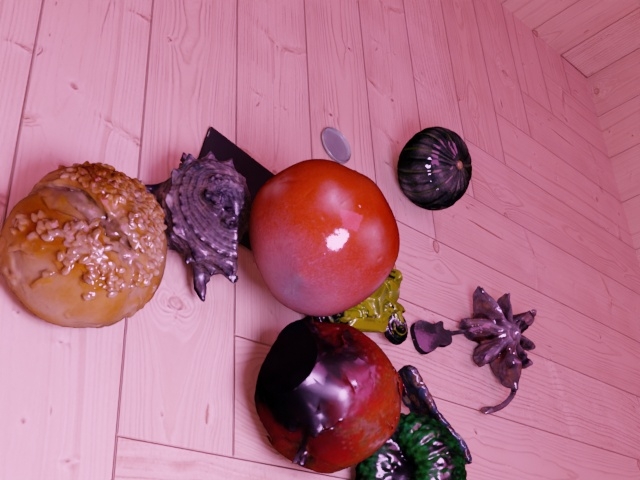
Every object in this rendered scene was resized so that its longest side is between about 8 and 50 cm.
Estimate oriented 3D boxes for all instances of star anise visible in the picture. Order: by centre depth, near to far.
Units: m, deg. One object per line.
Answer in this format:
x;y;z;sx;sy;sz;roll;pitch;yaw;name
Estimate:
0.491;0.288;2.223;0.359;0.139;0.316;-24;78;-37;star anise

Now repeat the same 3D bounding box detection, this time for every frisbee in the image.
0.042;-0.258;2.134;0.110;0.014;0.110;28;47;-35;frisbee

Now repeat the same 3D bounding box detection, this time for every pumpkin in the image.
0.317;-0.208;2.268;0.250;0.216;0.250;-26;121;-55;pumpkin

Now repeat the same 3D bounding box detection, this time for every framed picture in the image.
-0.157;-0.086;1.801;0.324;0.013;0.244;37;43;-27;framed picture

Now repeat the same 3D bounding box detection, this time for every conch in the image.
-0.224;-0.037;1.585;0.240;0.186;0.313;38;29;-51;conch

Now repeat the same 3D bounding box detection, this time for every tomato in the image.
0.000;0.000;1.577;0.321;0.321;0.321;27;49;-36;tomato

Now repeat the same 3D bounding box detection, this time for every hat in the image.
0.213;0.528;1.700;0.332;0.242;0.274;44;59;-56;hat

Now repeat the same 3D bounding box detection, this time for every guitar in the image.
0.340;0.246;2.085;0.233;0.025;0.088;-4;68;-29;guitar

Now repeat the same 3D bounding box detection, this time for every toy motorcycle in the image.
0.094;0.130;1.844;0.342;0.142;0.206;14;56;-45;toy motorcycle

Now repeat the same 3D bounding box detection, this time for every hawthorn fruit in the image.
0.014;0.294;1.535;0.316;0.316;0.316;27;49;-36;hawthorn fruit

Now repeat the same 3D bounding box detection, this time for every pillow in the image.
0.250;0.403;1.798;0.034;0.189;0.255;-30;77;-14;pillow

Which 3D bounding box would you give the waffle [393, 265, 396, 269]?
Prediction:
0.156;0.005;2.080;0.125;0.032;0.191;16;57;-41;waffle

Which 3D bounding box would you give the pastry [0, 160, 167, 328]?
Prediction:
-0.381;-0.001;1.351;0.284;0.184;0.316;55;38;-9;pastry
